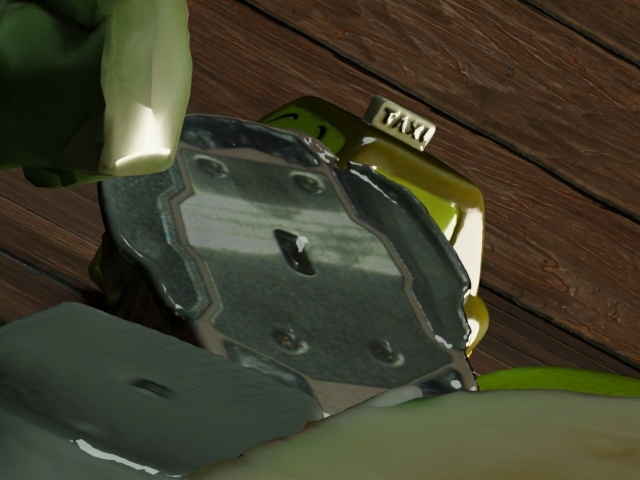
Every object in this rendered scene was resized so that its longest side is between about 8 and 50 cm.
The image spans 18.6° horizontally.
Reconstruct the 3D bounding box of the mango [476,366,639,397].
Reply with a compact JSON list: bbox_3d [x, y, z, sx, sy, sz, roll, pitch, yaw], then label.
[{"bbox_3d":[0.180,0.152,1.027,0.185,0.149,0.273,17,10,-40],"label":"mango"}]

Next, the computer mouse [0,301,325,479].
[{"bbox_3d":[-0.073,0.081,0.679,0.128,0.079,0.231,26,11,9],"label":"computer mouse"}]

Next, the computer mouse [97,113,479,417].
[{"bbox_3d":[-0.018,0.067,0.988,0.199,0.115,0.389,6,35,-22],"label":"computer mouse"}]

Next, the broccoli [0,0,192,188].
[{"bbox_3d":[-0.168,-0.067,0.637,0.270,0.270,0.270,4,-6,25],"label":"broccoli"}]

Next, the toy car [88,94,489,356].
[{"bbox_3d":[0.000,0.000,1.232,0.248,0.198,0.204,23,9,-32],"label":"toy car"}]

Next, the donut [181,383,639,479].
[{"bbox_3d":[0.124,0.154,0.400,0.307,0.150,0.371,-6,22,-28],"label":"donut"}]
